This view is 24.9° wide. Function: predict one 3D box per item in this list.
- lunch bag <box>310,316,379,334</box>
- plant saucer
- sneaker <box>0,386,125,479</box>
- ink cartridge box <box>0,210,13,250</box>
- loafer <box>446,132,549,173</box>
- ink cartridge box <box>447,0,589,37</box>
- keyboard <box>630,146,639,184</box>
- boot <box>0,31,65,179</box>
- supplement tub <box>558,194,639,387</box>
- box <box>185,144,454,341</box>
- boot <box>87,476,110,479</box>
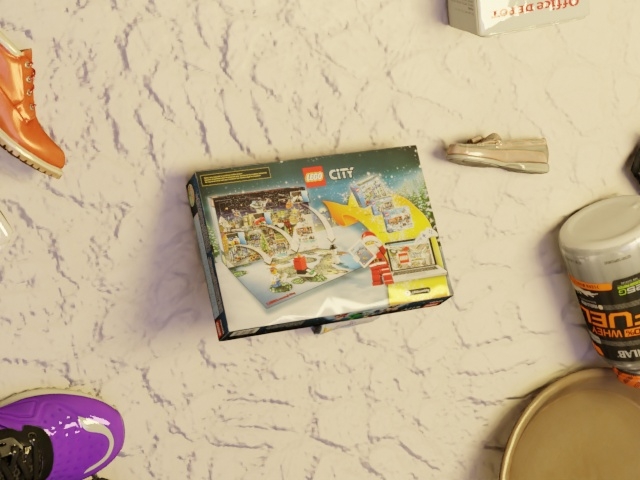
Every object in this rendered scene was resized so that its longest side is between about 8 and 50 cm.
[{"bbox_3d":[0.024,0.056,1.464,0.071,0.053,0.083,-12,135,-19],"label":"lunch bag"},{"bbox_3d":[0.313,0.280,1.609,0.278,0.041,0.278,4,81,-23],"label":"plant saucer"},{"bbox_3d":[-0.313,0.214,1.319,0.293,0.146,0.102,-5,107,-21],"label":"sneaker"},{"bbox_3d":[-0.418,-0.067,1.210,0.198,0.115,0.273,-34,115,-9],"label":"ink cartridge box"},{"bbox_3d":[0.183,-0.093,1.496,0.125,0.045,0.039,6,86,-31],"label":"loafer"},{"bbox_3d":[0.188,-0.298,1.414,0.127,0.072,0.175,-13,110,-19],"label":"ink cartridge box"},{"bbox_3d":[0.392,-0.029,1.610,0.192,0.038,0.100,50,60,-25],"label":"keyboard"},{"bbox_3d":[-0.271,-0.125,1.288,0.084,0.059,0.158,-47,116,-9],"label":"boot"},{"bbox_3d":[0.336,0.057,1.557,0.117,0.117,0.190,-29,114,-12],"label":"supplement tub"},{"bbox_3d":[0.000,0.000,1.399,0.233,0.044,0.159,-8,75,-20],"label":"box"},{"bbox_3d":[-0.249,0.349,1.424,0.246,0.083,0.161,-35,132,3],"label":"boot"}]
